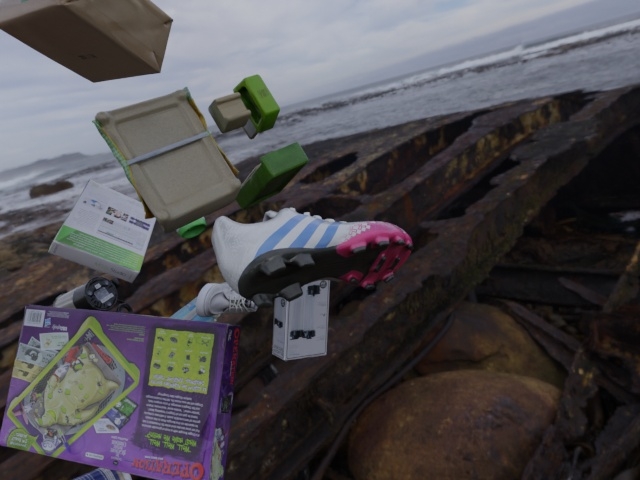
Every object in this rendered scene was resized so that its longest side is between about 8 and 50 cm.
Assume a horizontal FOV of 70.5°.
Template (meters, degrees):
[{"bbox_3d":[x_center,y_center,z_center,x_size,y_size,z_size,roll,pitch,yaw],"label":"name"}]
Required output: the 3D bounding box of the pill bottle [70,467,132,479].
[{"bbox_3d":[-0.394,0.432,0.719,0.094,0.094,0.170,1,5,42],"label":"pill bottle"}]

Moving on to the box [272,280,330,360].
[{"bbox_3d":[-0.063,0.235,1.489,0.169,0.289,0.087,1,2,-35],"label":"box"}]

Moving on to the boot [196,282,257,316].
[{"bbox_3d":[-0.251,0.169,1.307,0.124,0.095,0.258,5,4,11],"label":"boot"}]

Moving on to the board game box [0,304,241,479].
[{"bbox_3d":[-0.288,0.207,0.642,0.348,0.207,0.056,3,-14,17],"label":"board game box"}]

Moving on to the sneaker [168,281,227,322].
[{"bbox_3d":[-0.391,0.303,1.574,0.319,0.208,0.127,-37,13,-11],"label":"sneaker"}]

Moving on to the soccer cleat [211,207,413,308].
[{"bbox_3d":[0.000,0.000,0.659,0.332,0.115,0.143,-5,41,-42],"label":"soccer cleat"}]

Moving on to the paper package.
[{"bbox_3d":[-0.621,-0.577,1.209,0.325,0.167,0.310,6,-9,30],"label":"paper package"}]

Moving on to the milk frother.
[{"bbox_3d":[-0.549,0.173,1.116,0.135,0.143,0.129,-23,-5,28],"label":"milk frother"}]

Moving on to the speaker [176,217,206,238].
[{"bbox_3d":[-0.584,-0.158,1.857,0.131,0.296,0.131,-31,-14,-8],"label":"speaker"}]

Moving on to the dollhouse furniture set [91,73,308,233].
[{"bbox_3d":[-0.206,-0.139,0.784,0.302,0.197,0.151,-31,0,-34],"label":"dollhouse furniture set"}]

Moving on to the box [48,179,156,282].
[{"bbox_3d":[-0.634,-0.035,1.364,0.058,0.233,0.321,-51,27,26],"label":"box"}]
